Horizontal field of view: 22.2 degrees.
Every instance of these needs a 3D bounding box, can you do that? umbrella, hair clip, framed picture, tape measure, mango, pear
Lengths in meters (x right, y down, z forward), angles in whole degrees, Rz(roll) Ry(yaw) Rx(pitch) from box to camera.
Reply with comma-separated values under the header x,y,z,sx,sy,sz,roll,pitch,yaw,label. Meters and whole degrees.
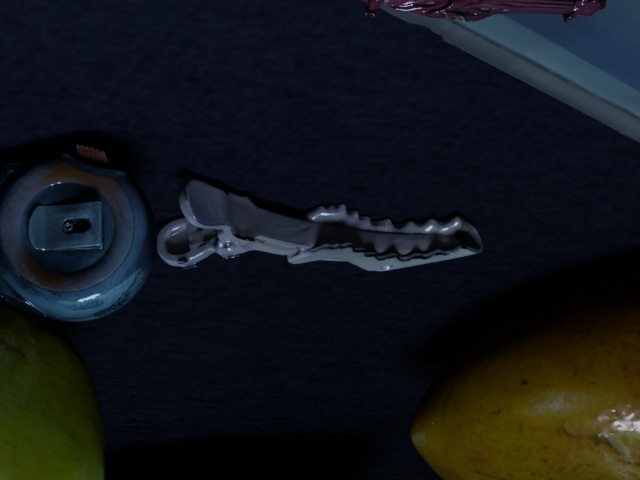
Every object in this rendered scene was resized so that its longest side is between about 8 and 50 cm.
x,y,z,sx,sy,sz,roll,pitch,yaw,label
0.075,-0.127,0.848,0.165,0.025,0.027,0,131,-20,umbrella
0.000,0.000,1.060,0.226,0.034,0.072,6,149,-29,hair clip
0.187,-0.145,0.888,0.289,0.016,0.213,20,138,-41,framed picture
-0.150,-0.027,0.897,0.107,0.104,0.180,-5,150,-1,tape measure
0.239,0.114,1.198,0.350,0.201,0.199,-4,110,6,mango
-0.236,0.122,1.052,0.200,0.200,0.200,-7,150,-4,pear

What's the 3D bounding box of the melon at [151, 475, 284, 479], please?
x,y,z,sx,sy,sz,roll,pitch,yaw,label
-0.138,0.307,1.373,0.343,0.226,0.331,15,155,-13,melon
